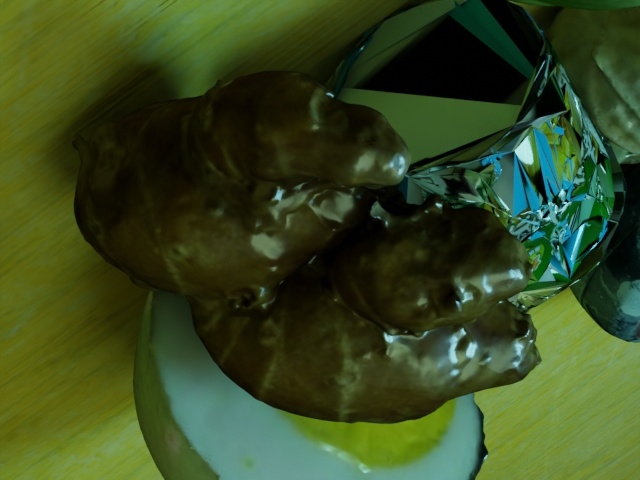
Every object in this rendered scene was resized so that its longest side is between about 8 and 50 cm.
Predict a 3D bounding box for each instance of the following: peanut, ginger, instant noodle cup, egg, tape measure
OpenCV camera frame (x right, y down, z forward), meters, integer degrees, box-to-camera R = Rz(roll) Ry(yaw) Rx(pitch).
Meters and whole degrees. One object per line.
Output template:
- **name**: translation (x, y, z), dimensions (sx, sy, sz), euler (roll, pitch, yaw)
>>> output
- **peanut**: translation (0.364, -0.137, 1.332), dimensions (0.340, 0.158, 0.174), euler (15, 145, -3)
- **ginger**: translation (0.006, 0.007, 1.117), dimensions (0.274, 0.152, 0.357), euler (-30, 116, 38)
- **instant noodle cup**: translation (0.116, -0.077, 1.239), dimensions (0.240, 0.240, 0.178), euler (-34, 139, -3)
- **egg**: translation (-0.039, 0.147, 1.333), dimensions (0.337, 0.337, 0.201), euler (-8, 158, -40)
- **tape measure**: translation (0.391, -0.009, 1.691), dimensions (0.256, 0.147, 0.275), euler (-47, 153, 23)

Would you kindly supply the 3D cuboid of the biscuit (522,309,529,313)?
- **biscuit**: translation (0.116, 0.041, 1.511), dimensions (0.287, 0.057, 0.343), euler (-9, 149, -25)

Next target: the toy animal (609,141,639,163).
- **toy animal**: translation (0.305, -0.093, 1.560), dimensions (0.220, 0.069, 0.086), euler (-29, 172, -2)

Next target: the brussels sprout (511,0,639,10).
- **brussels sprout**: translation (0.197, -0.309, 0.935), dimensions (0.315, 0.276, 0.371), euler (21, 112, -42)
